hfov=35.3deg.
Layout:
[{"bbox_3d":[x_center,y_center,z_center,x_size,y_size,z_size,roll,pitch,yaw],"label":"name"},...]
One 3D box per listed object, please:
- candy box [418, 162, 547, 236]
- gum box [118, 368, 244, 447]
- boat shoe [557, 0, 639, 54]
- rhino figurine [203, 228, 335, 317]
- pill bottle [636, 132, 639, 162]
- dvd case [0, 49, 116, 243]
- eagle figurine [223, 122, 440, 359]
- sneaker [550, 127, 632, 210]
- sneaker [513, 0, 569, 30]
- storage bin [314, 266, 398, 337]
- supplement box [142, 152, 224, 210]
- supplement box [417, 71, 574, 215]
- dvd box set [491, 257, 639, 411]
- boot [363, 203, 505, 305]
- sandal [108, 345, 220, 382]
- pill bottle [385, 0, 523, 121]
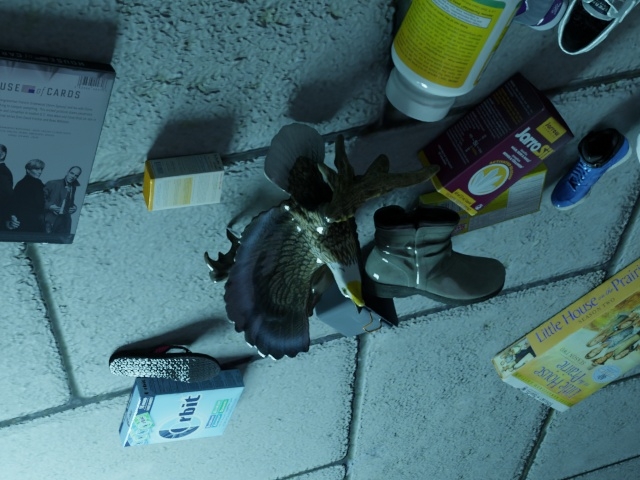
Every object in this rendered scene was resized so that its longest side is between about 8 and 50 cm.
[{"bbox_3d":[0.252,-0.058,1.575,0.206,0.027,0.105,-16,146,-9],"label":"candy box"},{"bbox_3d":[-0.240,0.288,1.730,0.185,0.041,0.157,-1,139,-26],"label":"gum box"},{"bbox_3d":[0.353,-0.298,1.223,0.081,0.079,0.227,-54,175,-22],"label":"boat shoe"},{"bbox_3d":[-0.073,0.040,1.477,0.243,0.073,0.106,15,106,-40],"label":"rhino figurine"},{"bbox_3d":[0.626,-0.168,1.541,0.264,0.146,0.146,-21,144,-4],"label":"pill bottle"},{"bbox_3d":[-0.347,-0.101,1.149,0.179,0.029,0.238,3,123,-31],"label":"dvd case"},{"bbox_3d":[0.001,0.010,1.368,0.226,0.225,0.298,15,146,-12],"label":"eagle figurine"},{"bbox_3d":[0.409,-0.114,1.561,0.152,0.058,0.085,-40,147,15],"label":"sneaker"},{"bbox_3d":[0.270,-0.341,1.186,0.098,0.083,0.223,-1,139,-20],"label":"sneaker"},{"bbox_3d":[0.054,0.109,1.631,0.091,0.098,0.135,-27,145,22],"label":"storage bin"},{"bbox_3d":[-0.178,-0.076,1.307,0.099,0.036,0.062,-8,141,-20],"label":"supplement box"},{"bbox_3d":[0.248,-0.135,1.430,0.188,0.080,0.104,-39,141,20],"label":"supplement box"},{"bbox_3d":[0.589,0.186,2.039,0.420,0.062,0.308,-37,141,18],"label":"dvd box set"},{"bbox_3d":[0.189,0.018,1.548,0.247,0.083,0.161,1,136,-14],"label":"boot"},{"bbox_3d":[-0.248,0.191,1.613,0.179,0.040,0.067,6,131,-13],"label":"sandal"},{"bbox_3d":[0.155,-0.248,1.206,0.118,0.117,0.208,-2,139,-27],"label":"pill bottle"}]
